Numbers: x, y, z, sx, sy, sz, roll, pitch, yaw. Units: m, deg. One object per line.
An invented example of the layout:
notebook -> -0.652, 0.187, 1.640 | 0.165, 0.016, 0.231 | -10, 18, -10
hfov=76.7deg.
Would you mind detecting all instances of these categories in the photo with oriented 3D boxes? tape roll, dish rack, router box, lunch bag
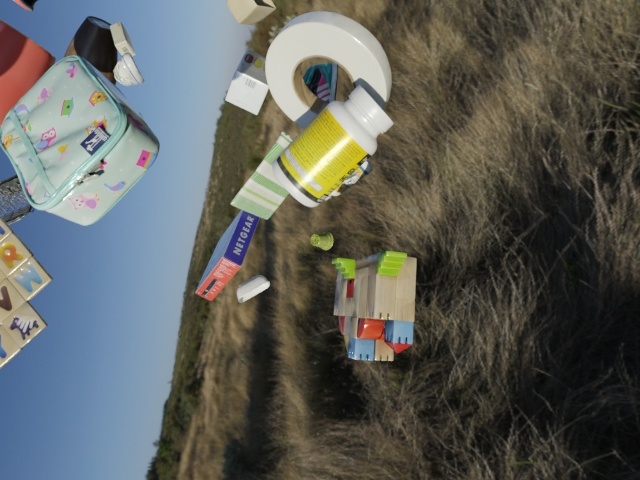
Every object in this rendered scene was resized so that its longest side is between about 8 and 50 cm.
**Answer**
tape roll -> 0.022, -0.483, 1.230 | 0.072, 0.392, 0.392 | -65, 5, -32
dish rack -> -1.264, -0.169, 1.668 | 0.074, 0.208, 0.271 | 61, -170, -47
router box -> -0.392, 0.048, 1.734 | 0.301, 0.082, 0.335 | -44, 23, 40
lunch bag -> -0.420, -0.171, 0.692 | 0.224, 0.279, 0.108 | -43, -28, 0

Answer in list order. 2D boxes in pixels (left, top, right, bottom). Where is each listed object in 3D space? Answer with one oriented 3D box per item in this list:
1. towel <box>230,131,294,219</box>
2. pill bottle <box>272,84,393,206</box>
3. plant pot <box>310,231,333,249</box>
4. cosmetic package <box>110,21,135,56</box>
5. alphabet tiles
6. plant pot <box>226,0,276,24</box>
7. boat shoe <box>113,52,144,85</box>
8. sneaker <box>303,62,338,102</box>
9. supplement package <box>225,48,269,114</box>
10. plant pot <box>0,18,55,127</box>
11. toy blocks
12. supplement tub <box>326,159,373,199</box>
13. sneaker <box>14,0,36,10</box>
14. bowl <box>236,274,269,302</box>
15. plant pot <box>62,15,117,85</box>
towel -> -0.177, -0.237, 1.556 | 0.038, 0.248, 0.325 | 43, 98, 27
pill bottle -> 0.036, -0.266, 1.150 | 0.334, 0.188, 0.188 | -41, 28, 19
plant pot -> 0.000, 0.000, 1.773 | 0.083, 0.079, 0.083 | -2, 86, 40
cosmetic package -> -0.662, -0.670, 1.355 | 0.060, 0.041, 0.115 | 69, 176, -64
alphabet tiles -> -0.650, 0.082, 0.709 | 0.285, 0.342, 0.011 | -43, -6, -4
plant pot -> -0.225, -0.737, 1.258 | 0.096, 0.109, 0.109 | -30, 5, 36
boat shoe -> -0.596, -0.511, 1.250 | 0.083, 0.076, 0.226 | 66, 167, -14
sneaker -> -0.022, -0.630, 1.762 | 0.124, 0.178, 0.295 | -15, -69, -88
supplement package -> -0.277, -0.643, 1.629 | 0.134, 0.139, 0.244 | -55, 22, 38
plant pot -> -0.888, -0.465, 1.101 | 0.243, 0.275, 0.275 | -58, 14, -1
toy blocks -> 0.123, 0.181, 1.013 | 0.381, 0.191, 0.261 | 151, 125, -72
supplement tub -> 0.064, -0.245, 1.394 | 0.199, 0.144, 0.144 | -35, 31, 18
sneaker -> -0.537, -0.628, 0.870 | 0.350, 0.148, 0.131 | -36, -8, 4
bowl -> -0.279, 0.190, 1.638 | 0.053, 0.142, 0.142 | 56, 166, 11
plant pot -> -0.966, -0.821, 1.737 | 0.230, 0.215, 0.215 | -55, 24, 29
